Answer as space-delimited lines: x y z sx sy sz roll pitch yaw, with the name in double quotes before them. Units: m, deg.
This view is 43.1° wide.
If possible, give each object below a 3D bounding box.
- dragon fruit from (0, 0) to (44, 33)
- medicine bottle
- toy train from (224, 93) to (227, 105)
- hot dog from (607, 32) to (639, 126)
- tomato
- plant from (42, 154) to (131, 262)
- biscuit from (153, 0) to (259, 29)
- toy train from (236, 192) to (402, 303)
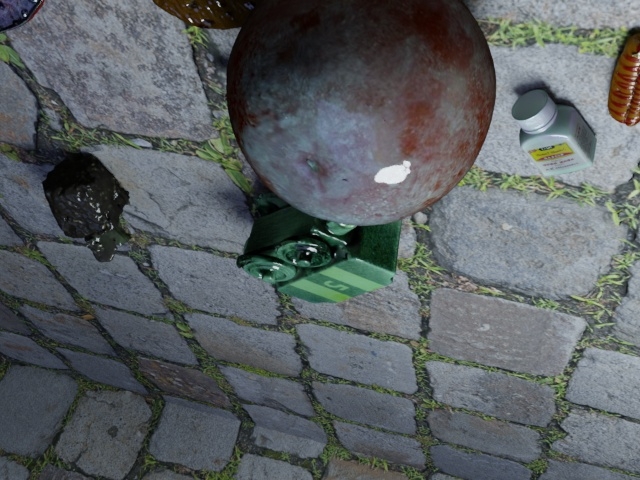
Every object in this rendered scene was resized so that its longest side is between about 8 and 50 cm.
"dragon fruit" -0.429 -0.386 1.017 0.218 0.148 0.224 -33 118 19
"medicine bottle" 0.301 -0.141 1.060 0.074 0.055 0.118 -8 141 43
"toy train" -0.065 -0.215 1.139 0.147 0.071 0.038 2 148 29
"hot dog" 0.374 -0.186 0.951 0.062 0.038 0.144 12 151 15
"tomato" 0.045 -0.171 0.943 0.316 0.283 0.317 19 143 15
"plant" -0.445 -0.061 1.580 0.131 0.143 0.203 -4 143 9
"biscuit" -0.158 -0.346 1.001 0.212 0.036 0.212 15 151 9
"toy train" 0.000 0.000 1.407 0.238 0.167 0.299 22 155 -28
